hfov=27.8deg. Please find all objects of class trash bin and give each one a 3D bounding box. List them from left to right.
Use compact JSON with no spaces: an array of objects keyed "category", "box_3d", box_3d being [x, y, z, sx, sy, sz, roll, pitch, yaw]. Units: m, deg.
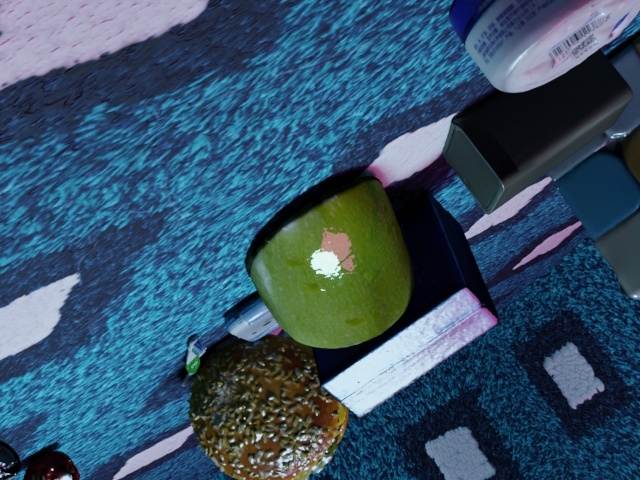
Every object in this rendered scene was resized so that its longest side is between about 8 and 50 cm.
[{"category":"trash bin","box_3d":[0.312,-0.164,1.870,0.240,0.122,0.164,-33,168,-10]}]

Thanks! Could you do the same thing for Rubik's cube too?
[{"category":"Rubik's cube","box_3d":[0.579,-0.135,2.105,0.344,0.347,0.346,-36,168,18]}]

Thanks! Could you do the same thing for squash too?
[{"category":"squash","box_3d":[0.000,0.000,1.857,0.233,0.210,0.309,-31,139,-3]}]

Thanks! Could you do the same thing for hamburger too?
[{"category":"hamburger","box_3d":[-0.092,0.300,2.289,0.291,0.291,0.225,-34,176,4]}]

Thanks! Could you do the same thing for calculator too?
[{"category":"calculator","box_3d":[-0.091,0.120,2.141,0.121,0.039,0.210,-31,168,1]}]

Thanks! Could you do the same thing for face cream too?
[{"category":"face cream","box_3d":[0.251,-0.252,1.390,0.206,0.111,0.206,-33,169,-7]}]

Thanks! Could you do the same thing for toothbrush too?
[{"category":"toothbrush","box_3d":[-0.220,0.209,2.205,0.030,0.030,0.304,-29,170,-17]}]

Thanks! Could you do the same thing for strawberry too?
[{"category":"strawberry","box_3d":[-0.460,0.403,2.209,0.106,0.106,0.106,-31,168,-8]}]

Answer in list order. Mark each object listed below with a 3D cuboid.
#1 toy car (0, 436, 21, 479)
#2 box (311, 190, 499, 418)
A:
[{"category":"toy car","box_3d":[-0.538,0.351,1.740,0.193,0.118,0.301,-46,163,18]},{"category":"box","box_3d":[0.115,0.096,2.053,0.279,0.261,0.116,-36,123,15]}]
